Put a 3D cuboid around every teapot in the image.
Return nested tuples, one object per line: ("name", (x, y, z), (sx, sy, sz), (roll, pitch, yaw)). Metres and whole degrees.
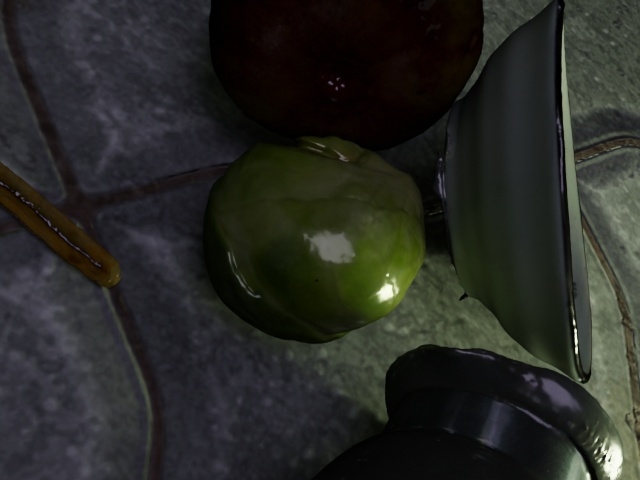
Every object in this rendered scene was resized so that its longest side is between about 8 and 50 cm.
("teapot", (0.116, 0.219, 0.460), (0.305, 0.223, 0.285), (40, 52, -5))

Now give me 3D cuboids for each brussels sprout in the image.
("brussels sprout", (0.001, 0.006, 0.534), (0.183, 0.131, 0.145), (10, 45, -22))

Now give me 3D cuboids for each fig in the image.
("fig", (0.029, -0.213, 0.625), (0.217, 0.217, 0.321), (31, 32, -13))

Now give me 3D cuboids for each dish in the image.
("dish", (0.166, -0.039, 0.596), (0.316, 0.106, 0.317), (-3, 90, -68))

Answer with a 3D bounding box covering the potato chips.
("potato chips", (-0.220, -0.042, 0.500), (0.204, 0.026, 0.037), (47, 45, -2))
